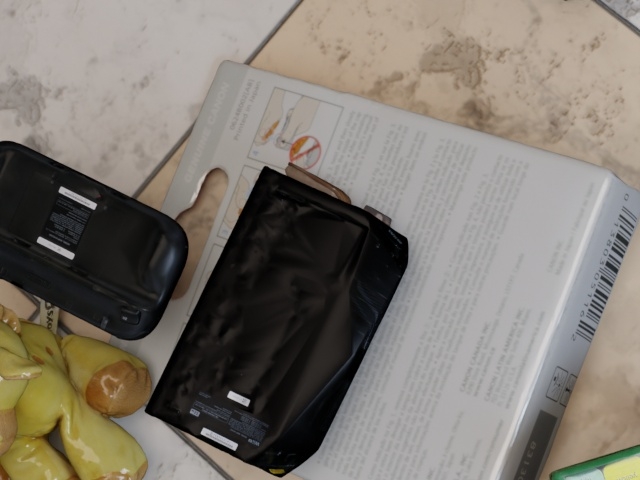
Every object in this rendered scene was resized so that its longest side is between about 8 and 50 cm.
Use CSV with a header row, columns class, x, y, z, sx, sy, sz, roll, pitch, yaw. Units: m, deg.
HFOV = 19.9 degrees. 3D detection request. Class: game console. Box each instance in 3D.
class,x,y,z,sx,sy,sz,roll,pitch,yaw
game console,-0.126,0.018,1.428,0.361,0.044,0.213,25,86,16

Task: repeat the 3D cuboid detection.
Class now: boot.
class,x,y,z,sx,sy,sz,roll,pitch,yaw
boot,0.000,0.000,1.448,0.118,0.042,0.087,31,94,31

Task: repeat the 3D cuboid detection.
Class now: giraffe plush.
class,x,y,z,sx,sy,sz,roll,pitch,yaw
giraffe plush,-0.250,0.120,1.467,0.181,0.170,0.210,-19,76,18

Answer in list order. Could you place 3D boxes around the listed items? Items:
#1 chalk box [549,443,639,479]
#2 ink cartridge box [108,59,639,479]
class,x,y,z,sx,sy,sz,roll,pitch,yaw
chalk box,0.250,0.212,1.333,0.132,0.213,0.132,-17,78,9
ink cartridge box,0.033,0.045,1.494,0.385,0.091,0.308,19,86,31
